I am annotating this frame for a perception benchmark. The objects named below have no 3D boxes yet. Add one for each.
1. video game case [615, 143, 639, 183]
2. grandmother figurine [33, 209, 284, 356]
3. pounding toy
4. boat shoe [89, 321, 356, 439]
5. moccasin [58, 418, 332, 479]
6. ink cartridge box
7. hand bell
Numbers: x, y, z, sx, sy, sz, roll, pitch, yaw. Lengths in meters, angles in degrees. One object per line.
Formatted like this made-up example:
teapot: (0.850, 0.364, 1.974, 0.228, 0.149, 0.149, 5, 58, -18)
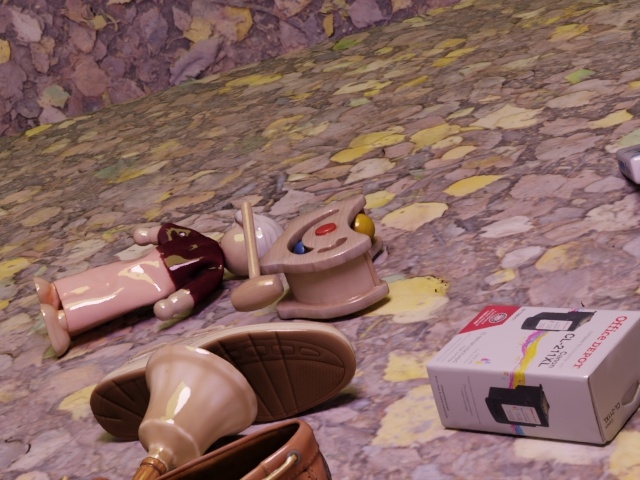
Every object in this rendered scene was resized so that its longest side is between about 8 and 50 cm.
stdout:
video game case: (0.529, -0.127, 1.563, 0.329, 0.036, 0.300, -13, 3, 11)
grandmother figurine: (-0.209, 0.043, 1.758, 0.342, 0.104, 0.208, -17, 47, -9)
pounding toy: (0.000, 0.000, 1.596, 0.154, 0.154, 0.269, -13, 19, 25)
boat shoe: (-0.101, 0.135, 1.398, 0.302, 0.109, 0.098, -16, 20, 20)
moccasin: (-0.173, 0.251, 1.076, 0.380, 0.147, 0.139, -18, 20, -2)
ink cartridge box: (0.210, 0.121, 1.219, 0.175, 0.072, 0.127, -1, 25, 40)
hand bell: (-0.164, 0.226, 1.247, 0.126, 0.126, 0.242, -5, 35, 30)
